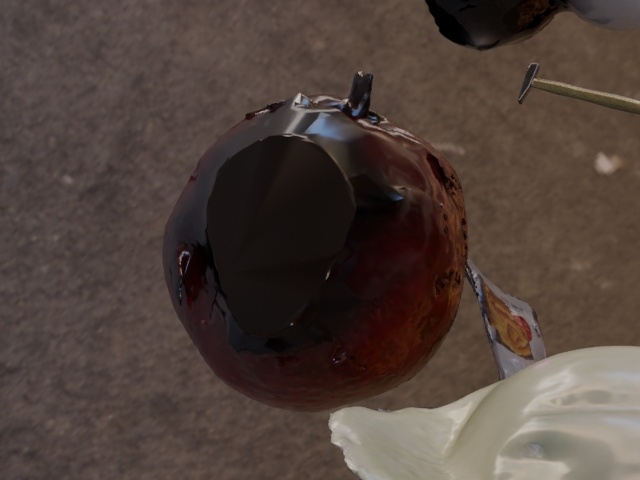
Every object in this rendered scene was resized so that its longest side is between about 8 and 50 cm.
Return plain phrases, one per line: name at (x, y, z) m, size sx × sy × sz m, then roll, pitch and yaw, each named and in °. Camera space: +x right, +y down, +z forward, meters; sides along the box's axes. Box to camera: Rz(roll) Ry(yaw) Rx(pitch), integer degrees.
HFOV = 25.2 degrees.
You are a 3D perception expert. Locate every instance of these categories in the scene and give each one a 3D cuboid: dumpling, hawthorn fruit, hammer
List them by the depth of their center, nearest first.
dumpling at (0.139, 0.144, 0.610) m, size 0.227 × 0.243 × 0.175 m, roll -80°, pitch 158°, yaw -75°
hawthorn fruit at (-0.006, 0.016, 1.298) m, size 0.316 × 0.316 × 0.316 m, roll 20°, pitch 50°, yaw -26°
hammer at (0.353, -0.183, 1.858) m, size 0.199 × 0.013 × 0.062 m, roll 18°, pitch 71°, yaw 27°

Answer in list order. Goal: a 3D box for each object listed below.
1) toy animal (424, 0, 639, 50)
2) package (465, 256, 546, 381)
toy animal at (0.188, -0.241, 1.054) m, size 0.165 × 0.235 × 0.187 m, roll -42°, pitch 121°, yaw -69°
package at (0.212, 0.124, 1.561) m, size 0.154 × 0.030 × 0.239 m, roll 39°, pitch 29°, yaw -37°
